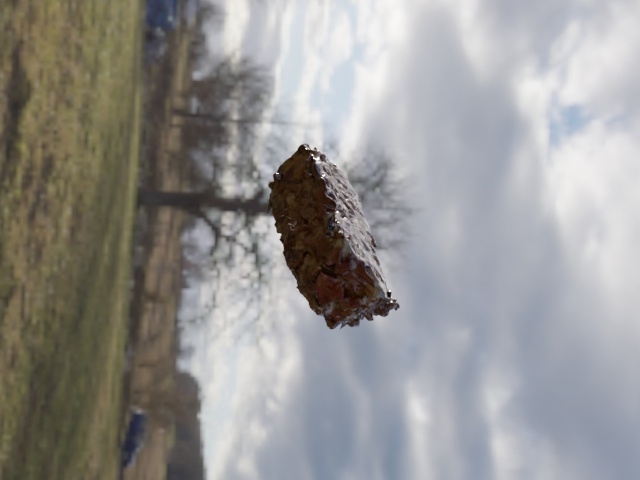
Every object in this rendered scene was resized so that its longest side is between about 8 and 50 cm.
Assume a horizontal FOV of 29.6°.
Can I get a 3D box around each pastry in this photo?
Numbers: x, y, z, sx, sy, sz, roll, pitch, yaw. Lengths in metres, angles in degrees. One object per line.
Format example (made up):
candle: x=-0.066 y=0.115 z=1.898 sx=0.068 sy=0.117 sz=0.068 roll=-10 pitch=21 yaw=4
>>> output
pastry: x=0.001 y=0.002 z=0.800 sx=0.087 sy=0.063 sz=0.169 roll=51 pitch=12 yaw=-29
